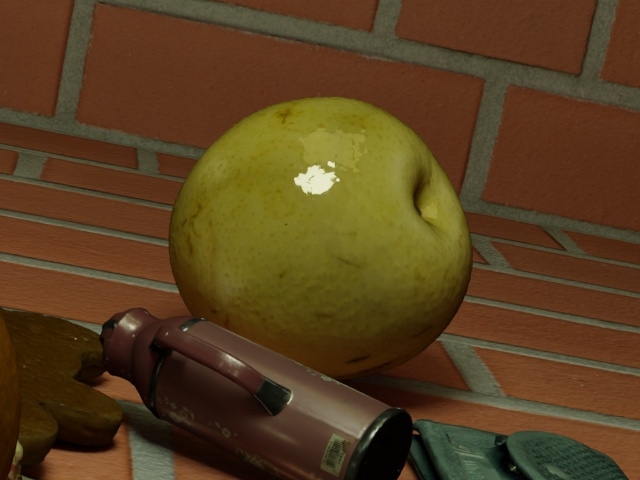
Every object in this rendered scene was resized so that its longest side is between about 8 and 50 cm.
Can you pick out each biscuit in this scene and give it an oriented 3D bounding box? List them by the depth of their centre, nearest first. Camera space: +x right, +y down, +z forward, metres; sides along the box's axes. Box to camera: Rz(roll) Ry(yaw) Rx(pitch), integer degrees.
[{"bbox_3d":[-0.330,0.137,1.791,0.283,0.064,0.432,20,11,-12],"label":"biscuit"}]

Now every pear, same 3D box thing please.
[{"bbox_3d":[0.000,0.000,2.150,0.348,0.348,0.348,12,11,-2],"label":"pear"}]

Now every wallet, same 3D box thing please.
[{"bbox_3d":[0.221,0.251,1.815,0.237,0.075,0.342,13,10,-9],"label":"wallet"}]

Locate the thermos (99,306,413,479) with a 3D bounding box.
[{"bbox_3d":[-0.085,0.151,1.792,0.330,0.109,0.136,23,10,25],"label":"thermos"}]

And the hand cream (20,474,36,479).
[{"bbox_3d":[-0.267,0.211,1.596,0.165,0.037,0.057,11,8,36],"label":"hand cream"}]

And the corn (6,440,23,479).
[{"bbox_3d":[-0.368,0.176,1.501,0.253,0.086,0.086,10,11,-7],"label":"corn"}]

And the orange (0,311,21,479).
[{"bbox_3d":[-0.371,0.098,1.301,0.322,0.322,0.357,9,9,-18],"label":"orange"}]
